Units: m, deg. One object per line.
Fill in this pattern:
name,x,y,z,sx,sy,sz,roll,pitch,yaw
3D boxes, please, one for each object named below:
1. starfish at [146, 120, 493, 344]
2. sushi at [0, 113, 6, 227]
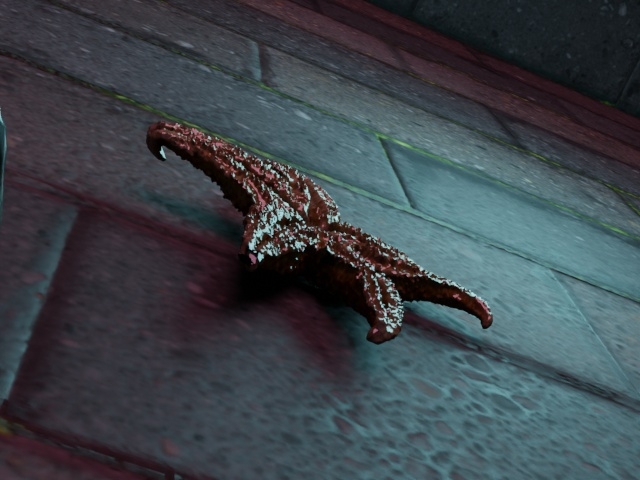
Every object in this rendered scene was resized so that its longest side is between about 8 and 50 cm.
starfish,-0.001,0.001,0.674,0.240,0.043,0.227,25,19,-10
sushi,-0.209,-0.046,0.387,0.332,0.130,0.124,37,21,32
